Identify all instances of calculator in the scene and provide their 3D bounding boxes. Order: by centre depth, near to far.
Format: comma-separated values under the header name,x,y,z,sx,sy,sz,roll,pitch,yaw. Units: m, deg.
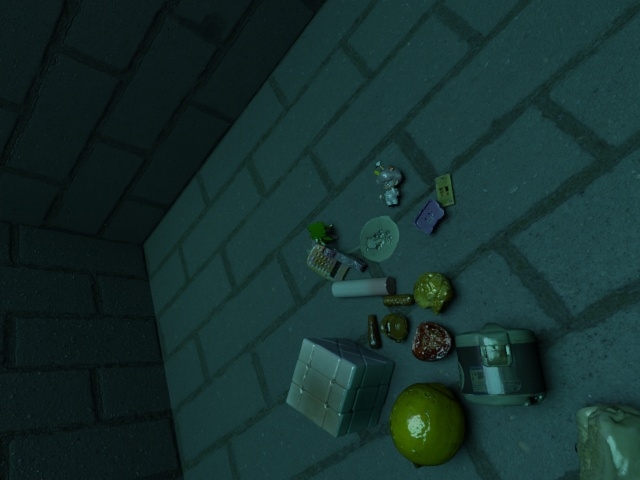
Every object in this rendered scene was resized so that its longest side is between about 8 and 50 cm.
name,x,y,z,sx,sy,sz,roll,pitch,yaw
calculator,0.040,0.118,2.131,0.237,0.033,0.157,29,102,4

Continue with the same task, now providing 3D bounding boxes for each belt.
name,x,y,z,sx,sy,sz,roll,pitch,yaw
belt,0.120,0.089,2.065,0.232,0.071,0.053,24,107,10

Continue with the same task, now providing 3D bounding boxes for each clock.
name,x,y,z,sx,sy,sz,roll,pitch,yaw
clock,0.496,-0.104,1.817,0.110,0.050,0.152,50,123,35

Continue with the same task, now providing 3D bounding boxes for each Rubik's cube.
name,x,y,z,sx,sy,sz,roll,pitch,yaw
Rubik's cube,0.089,0.641,1.831,0.319,0.322,0.315,17,92,43

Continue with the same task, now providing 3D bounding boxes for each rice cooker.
name,x,y,z,sx,sy,sz,roll,pitch,yaw
rice cooker,0.621,0.429,1.423,0.289,0.289,0.276,-17,70,39

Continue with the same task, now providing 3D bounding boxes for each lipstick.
name,x,y,z,sx,sy,sz,roll,pitch,yaw
lipstick,0.207,0.232,1.987,0.327,0.087,0.087,-10,73,41

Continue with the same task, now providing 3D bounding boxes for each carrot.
name,x,y,z,sx,sy,sz,roll,pitch,yaw
carrot,0.250,0.432,1.923,0.055,0.055,0.161,-22,63,37

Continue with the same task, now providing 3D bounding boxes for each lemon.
name,x,y,z,sx,sy,sz,roll,pitch,yaw
lemon,0.406,0.700,1.552,0.297,0.297,0.296,-12,71,40

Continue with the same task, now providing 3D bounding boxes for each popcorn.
name,x,y,z,sx,sy,sz,roll,pitch,yaw
popcorn,0.474,0.220,1.705,0.180,0.170,0.180,-60,9,16

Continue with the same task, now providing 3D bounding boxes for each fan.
name,x,y,z,sx,sy,sz,roll,pitch,yaw
fan,0.225,0.024,2.074,0.415,0.012,0.232,-27,62,35

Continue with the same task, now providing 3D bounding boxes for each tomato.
name,x,y,z,sx,sy,sz,roll,pitch,yaw
tomato,0.477,0.430,1.691,0.174,0.082,0.166,11,83,48

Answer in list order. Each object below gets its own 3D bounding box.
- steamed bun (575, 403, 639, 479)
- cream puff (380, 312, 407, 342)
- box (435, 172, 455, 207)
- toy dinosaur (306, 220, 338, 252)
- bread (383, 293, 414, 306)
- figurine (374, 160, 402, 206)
name,x,y,z,sx,sy,sz,roll,pitch,yaw
steamed bun,0.884,0.642,1.143,0.238,0.393,0.346,0,37,19
cream puff,0.332,0.392,1.818,0.133,0.119,0.104,57,158,-4
box,0.560,-0.223,1.825,0.073,0.020,0.148,-16,69,40
toy dinosaur,0.004,0.005,2.209,0.194,0.177,0.152,-28,52,1
bread,0.358,0.275,1.866,0.157,0.044,0.052,-12,77,41
figurine,0.341,-0.279,1.985,0.137,0.112,0.228,-14,83,48
